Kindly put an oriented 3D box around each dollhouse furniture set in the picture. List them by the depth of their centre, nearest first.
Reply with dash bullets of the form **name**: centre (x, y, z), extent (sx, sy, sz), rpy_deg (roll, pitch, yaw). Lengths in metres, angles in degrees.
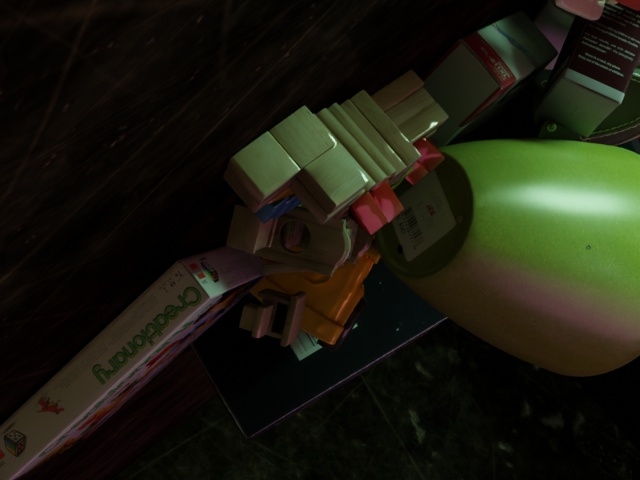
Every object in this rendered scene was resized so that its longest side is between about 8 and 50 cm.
- **dollhouse furniture set**: centre (-0.027, 0.045, 1.241), extent (0.182, 0.101, 0.160), rpy_deg (-25, 129, -73)

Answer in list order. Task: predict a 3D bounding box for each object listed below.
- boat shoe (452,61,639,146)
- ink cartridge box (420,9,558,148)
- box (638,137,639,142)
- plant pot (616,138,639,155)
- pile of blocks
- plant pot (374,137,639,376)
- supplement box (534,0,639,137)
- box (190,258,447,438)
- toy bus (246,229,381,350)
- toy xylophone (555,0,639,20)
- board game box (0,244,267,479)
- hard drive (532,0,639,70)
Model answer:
- **boat shoe**: centre (0.271, -0.157, 1.503), extent (0.305, 0.109, 0.091), rpy_deg (-3, -174, 31)
- **ink cartridge box**: centre (0.174, -0.177, 1.381), extent (0.127, 0.072, 0.175), rpy_deg (-45, 173, 37)
- **box**: centre (0.553, -0.229, 1.922), extent (0.177, 0.290, 0.279), rpy_deg (-42, 143, 12)
- **plant pot**: centre (0.288, -0.059, 1.947), extent (0.341, 0.341, 0.334), rpy_deg (-39, -178, -14)
- **pile of blocks**: centre (0.022, -0.051, 1.134), extent (0.149, 0.112, 0.362), rpy_deg (-43, 174, 27)
- **plant pot**: centre (0.206, 0.000, 1.353), extent (0.294, 0.274, 0.275), rpy_deg (12, 134, -43)
- **supplement box**: centre (0.328, -0.249, 1.383), extent (0.130, 0.073, 0.239), rpy_deg (109, 5, -78)
- **box**: centre (-0.008, 0.134, 1.830), extent (0.343, 0.179, 0.312), rpy_deg (-30, 174, -7)
- **toy bus**: centre (0.017, 0.010, 1.561), extent (0.211, 0.149, 0.220), rpy_deg (-58, 176, 6)
- **toy xylophone**: centre (0.365, -0.271, 1.154), extent (0.323, 0.081, 0.236), rpy_deg (-1, 180, 40)
- **board game box**: centre (-0.202, 0.122, 1.299), extent (0.305, 0.053, 0.193), rpy_deg (-42, 174, 16)
- **hard drive**: centre (0.357, -0.224, 1.606), extent (0.040, 0.203, 0.307), rpy_deg (-61, 178, -9)
